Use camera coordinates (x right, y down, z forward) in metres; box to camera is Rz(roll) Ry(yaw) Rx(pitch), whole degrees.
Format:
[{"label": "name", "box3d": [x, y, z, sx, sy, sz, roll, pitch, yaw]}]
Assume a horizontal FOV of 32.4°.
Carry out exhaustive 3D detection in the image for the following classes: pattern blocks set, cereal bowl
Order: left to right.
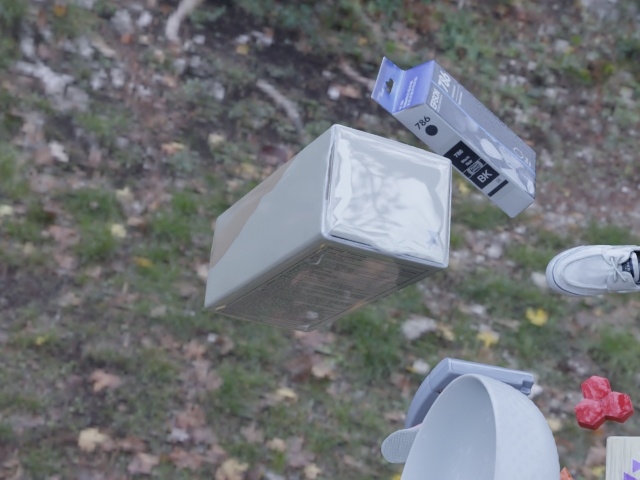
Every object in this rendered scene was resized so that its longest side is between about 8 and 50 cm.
[{"label": "cereal bowl", "box3d": [0.212, 0.350, 1.420, 0.141, 0.339, 0.339, 20, 13, -10]}, {"label": "pattern blocks set", "box3d": [0.443, 0.330, 1.432, 0.285, 0.026, 0.324, 4, 52, 24]}]

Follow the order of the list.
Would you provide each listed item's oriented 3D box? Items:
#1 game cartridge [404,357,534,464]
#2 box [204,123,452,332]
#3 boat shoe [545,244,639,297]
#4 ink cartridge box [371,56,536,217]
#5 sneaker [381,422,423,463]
[{"label": "game cartridge", "box3d": [0.270, 0.343, 2.123, 0.196, 0.294, 0.060, 9, 40, -11]}, {"label": "box", "box3d": [0.000, 0.000, 1.188, 0.148, 0.121, 0.311, 15, -23, -24]}, {"label": "boat shoe", "box3d": [0.522, 0.045, 1.905, 0.258, 0.095, 0.084, -8, -6, -11]}, {"label": "ink cartridge box", "box3d": [0.239, -0.196, 1.902, 0.333, 0.065, 0.165, 37, 35, -15]}, {"label": "sneaker", "box3d": [0.162, 0.302, 1.674, 0.070, 0.134, 0.051, 12, 51, -56]}]
